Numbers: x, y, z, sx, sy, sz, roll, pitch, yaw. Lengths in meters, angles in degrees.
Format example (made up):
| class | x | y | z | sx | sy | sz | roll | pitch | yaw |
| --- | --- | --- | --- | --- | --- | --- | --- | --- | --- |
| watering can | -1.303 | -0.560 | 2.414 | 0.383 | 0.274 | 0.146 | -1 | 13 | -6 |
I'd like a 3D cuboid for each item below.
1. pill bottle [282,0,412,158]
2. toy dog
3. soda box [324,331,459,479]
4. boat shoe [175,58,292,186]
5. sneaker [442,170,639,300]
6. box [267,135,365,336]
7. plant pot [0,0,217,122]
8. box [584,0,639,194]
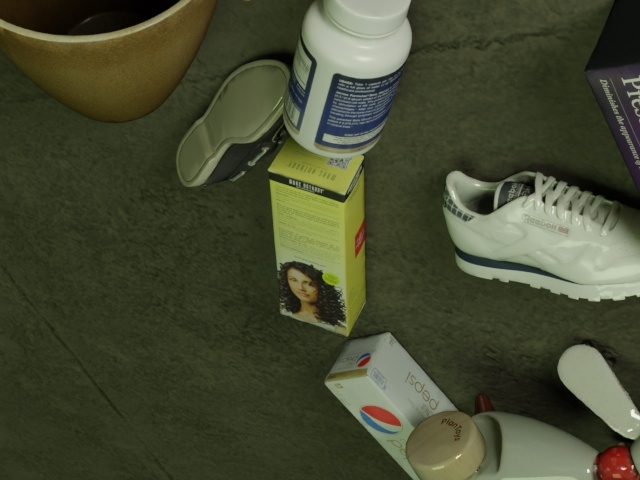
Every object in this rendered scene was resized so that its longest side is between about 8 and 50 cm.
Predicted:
| class | x | y | z | sx | sy | sz | roll | pitch | yaw |
| --- | --- | --- | --- | --- | --- | --- | --- | --- | --- |
| pill bottle | 0.026 | -0.156 | 1.119 | 0.094 | 0.094 | 0.169 | 26 | 144 | 6 |
| toy dog | 0.262 | 0.208 | 1.380 | 0.333 | 0.161 | 0.220 | 1 | 134 | 14 |
| soda box | 0.104 | 0.205 | 1.517 | 0.074 | 0.069 | 0.216 | -16 | 124 | 45 |
| boat shoe | -0.069 | -0.114 | 1.284 | 0.065 | 0.075 | 0.206 | 0 | 155 | -37 |
| sneaker | 0.217 | -0.012 | 1.171 | 0.235 | 0.090 | 0.095 | 4 | 127 | 30 |
| box | 0.000 | 0.000 | 1.355 | 0.087 | 0.058 | 0.232 | 17 | 141 | 18 |
| plant pot | -0.189 | -0.212 | 1.124 | 0.237 | 0.237 | 0.254 | 25 | 160 | 7 |
| box | 0.341 | -0.069 | 0.999 | 0.184 | 0.103 | 0.261 | -7 | 130 | 37 |
